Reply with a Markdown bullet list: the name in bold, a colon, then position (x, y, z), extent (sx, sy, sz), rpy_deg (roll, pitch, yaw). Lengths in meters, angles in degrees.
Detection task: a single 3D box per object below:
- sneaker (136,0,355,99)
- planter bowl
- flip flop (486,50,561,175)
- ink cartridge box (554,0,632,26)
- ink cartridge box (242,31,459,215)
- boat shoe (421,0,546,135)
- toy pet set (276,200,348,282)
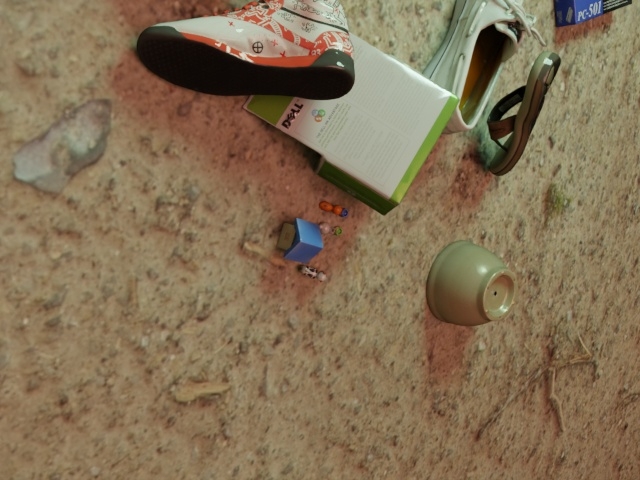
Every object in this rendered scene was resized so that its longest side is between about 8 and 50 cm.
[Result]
- **sneaker**: position (-0.090, -0.266, 0.752), extent (0.270, 0.090, 0.145), rpy_deg (4, 63, -12)
- **planter bowl**: position (0.291, 0.089, 1.081), extent (0.162, 0.109, 0.162), rpy_deg (-9, 106, -33)
- **flip flop**: position (0.331, -0.216, 1.004), extent (0.112, 0.080, 0.277), rpy_deg (-61, 164, -21)
- **ink cartridge box**: position (0.548, -0.500, 1.173), extent (0.207, 0.046, 0.097), rpy_deg (-27, 114, -28)
- **ink cartridge box**: position (0.043, -0.186, 0.862), extent (0.255, 0.097, 0.189), rpy_deg (32, 80, -1)
- **boat shoe**: position (0.286, -0.335, 0.952), extent (0.136, 0.156, 0.367), rpy_deg (37, 79, -36)
- **toy pet set**: position (0.000, 0.000, 0.879), extent (0.114, 0.065, 0.122), rpy_deg (17, 89, -37)
